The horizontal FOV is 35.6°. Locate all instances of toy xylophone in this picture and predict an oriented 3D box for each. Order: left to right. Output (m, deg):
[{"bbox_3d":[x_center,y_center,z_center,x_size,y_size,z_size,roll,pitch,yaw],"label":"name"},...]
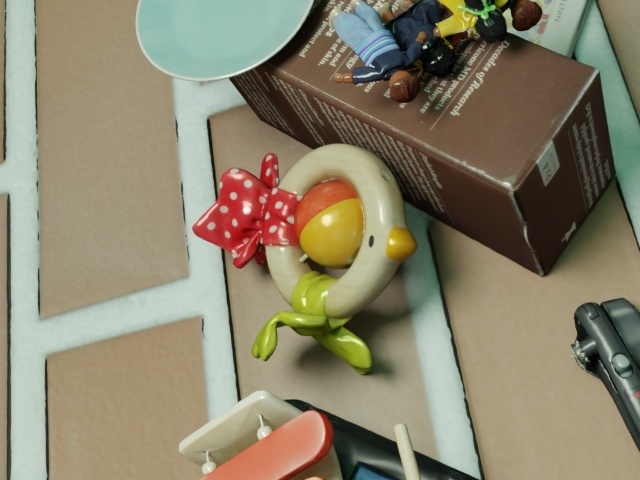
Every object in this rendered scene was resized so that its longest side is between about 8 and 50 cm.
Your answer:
[{"bbox_3d":[-0.014,0.263,0.773,0.236,0.081,0.323,-43,46,24],"label":"toy xylophone"}]

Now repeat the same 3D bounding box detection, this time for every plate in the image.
[{"bbox_3d":[-0.086,-0.225,0.941,0.188,0.024,0.188,-8,63,17],"label":"plate"}]

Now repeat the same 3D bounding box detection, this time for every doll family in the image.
[{"bbox_3d":[0.098,-0.179,0.825,0.193,0.076,0.111,-34,63,7],"label":"doll family"}]

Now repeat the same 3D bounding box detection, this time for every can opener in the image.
[{"bbox_3d":[0.267,0.132,0.841,0.073,0.059,0.186,-23,60,9],"label":"can opener"}]

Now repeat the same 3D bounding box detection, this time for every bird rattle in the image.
[{"bbox_3d":[0.000,0.000,0.950,0.207,0.143,0.253,-43,46,29],"label":"bird rattle"}]

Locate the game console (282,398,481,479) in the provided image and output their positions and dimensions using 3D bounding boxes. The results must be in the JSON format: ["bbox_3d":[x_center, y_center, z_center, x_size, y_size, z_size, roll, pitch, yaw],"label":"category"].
[{"bbox_3d":[0.047,0.346,0.825,0.386,0.060,0.342,20,75,26],"label":"game console"}]

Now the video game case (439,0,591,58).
[{"bbox_3d":[0.184,-0.284,1.083,0.227,0.026,0.206,14,72,26],"label":"video game case"}]

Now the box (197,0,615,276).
[{"bbox_3d":[0.079,-0.137,0.959,0.381,0.191,0.143,34,81,29],"label":"box"}]
